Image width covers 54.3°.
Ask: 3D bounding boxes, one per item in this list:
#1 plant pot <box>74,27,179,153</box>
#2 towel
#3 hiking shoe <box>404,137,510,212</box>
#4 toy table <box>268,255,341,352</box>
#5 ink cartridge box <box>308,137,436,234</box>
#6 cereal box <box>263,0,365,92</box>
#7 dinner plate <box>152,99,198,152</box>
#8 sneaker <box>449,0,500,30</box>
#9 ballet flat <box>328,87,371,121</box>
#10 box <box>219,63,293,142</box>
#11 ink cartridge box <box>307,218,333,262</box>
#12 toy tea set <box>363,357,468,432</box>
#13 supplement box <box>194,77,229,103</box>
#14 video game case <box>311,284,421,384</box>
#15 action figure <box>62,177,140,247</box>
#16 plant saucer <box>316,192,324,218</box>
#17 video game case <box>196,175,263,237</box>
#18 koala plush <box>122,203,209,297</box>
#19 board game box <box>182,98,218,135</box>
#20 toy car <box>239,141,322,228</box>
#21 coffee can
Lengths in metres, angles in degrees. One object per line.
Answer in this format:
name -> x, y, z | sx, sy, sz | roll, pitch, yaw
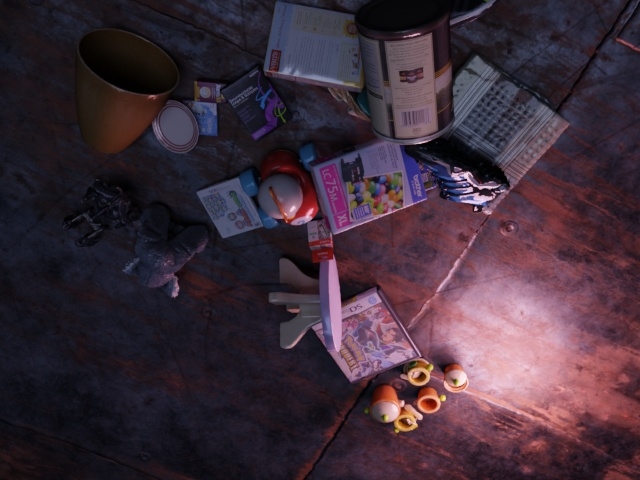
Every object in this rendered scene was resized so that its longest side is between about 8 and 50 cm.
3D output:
plant pot -> -0.500, -0.341, 1.532 | 0.237, 0.237, 0.254 | 28, 130, -10
towel -> 0.411, -0.266, 1.583 | 0.312, 0.056, 0.324 | 33, 117, -9
hiking shoe -> 0.320, -0.154, 1.531 | 0.304, 0.113, 0.132 | 23, 125, -21
toy table -> -0.035, 0.175, 1.746 | 0.161, 0.274, 0.252 | -5, 155, 11
ink cartridge box -> 0.142, -0.155, 1.549 | 0.311, 0.065, 0.185 | -22, 112, -11
cereal box -> -0.003, -0.456, 1.472 | 0.240, 0.047, 0.172 | 11, 87, 1
dinner plate -> -0.376, -0.298, 1.628 | 0.141, 0.017, 0.141 | 11, 120, 20
sneaker -> 0.303, -0.540, 1.422 | 0.235, 0.084, 0.097 | -24, 112, 16
ballet flat -> 0.078, -0.358, 1.556 | 0.206, 0.073, 0.067 | 46, 141, -14
box -> -0.160, -0.343, 1.570 | 0.116, 0.029, 0.162 | -34, 117, 5
ink cartridge box -> 0.000, 0.000, 1.717 | 0.063, 0.115, 0.029 | -10, 155, 10
toy tea set -> 0.301, 0.489, 1.935 | 0.200, 0.124, 0.336 | 37, 114, -14
supplement box -> -0.274, -0.378, 1.578 | 0.083, 0.043, 0.054 | 5, 116, 2
video game case -> 0.134, 0.292, 1.897 | 0.248, 0.035, 0.274 | -26, 112, 17
action figure -> -0.587, -0.088, 1.706 | 0.276, 0.141, 0.164 | -27, 111, 34
plant saucer -> 0.078, -0.127, 1.614 | 0.199, 0.036, 0.198 | -12, 111, -34
video game case -> -0.247, -0.090, 1.726 | 0.143, 0.019, 0.157 | -16, 116, 24
koala plush -> -0.453, 0.053, 1.750 | 0.196, 0.203, 0.221 | 28, 128, -9
board game box -> -0.312, -0.320, 1.624 | 0.090, 0.020, 0.090 | 4, 118, 3
toy car -> -0.089, -0.105, 1.595 | 0.219, 0.238, 0.210 | -20, 114, 15
coffee can -> 0.194, -0.384, 1.399 | 0.202, 0.201, 0.275 | -6, 132, 8
